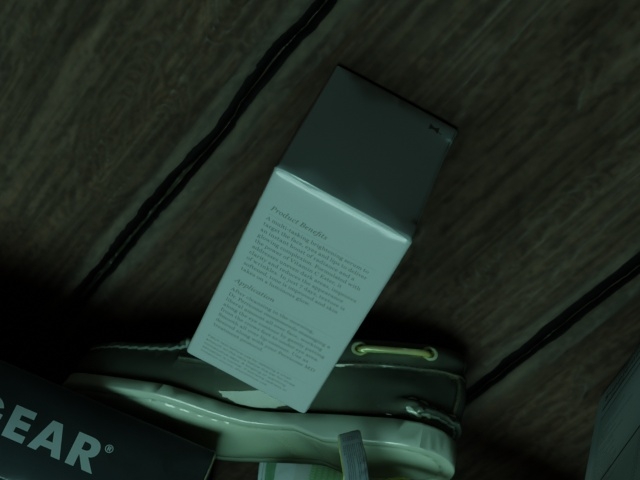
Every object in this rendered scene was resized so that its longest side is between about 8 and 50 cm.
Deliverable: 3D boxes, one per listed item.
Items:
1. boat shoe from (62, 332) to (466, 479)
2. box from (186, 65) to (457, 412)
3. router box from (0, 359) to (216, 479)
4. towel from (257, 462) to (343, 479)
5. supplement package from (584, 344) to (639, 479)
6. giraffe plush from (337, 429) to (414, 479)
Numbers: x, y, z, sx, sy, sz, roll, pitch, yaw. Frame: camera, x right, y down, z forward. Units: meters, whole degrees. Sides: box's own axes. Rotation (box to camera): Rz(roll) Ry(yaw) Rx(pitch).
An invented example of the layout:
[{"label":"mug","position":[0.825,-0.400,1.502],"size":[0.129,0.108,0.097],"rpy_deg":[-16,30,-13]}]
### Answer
[{"label":"boat shoe","position":[-0.042,0.109,0.942],"size":[0.304,0.091,0.109],"rpy_deg":[6,151,19]},{"label":"box","position":[0.000,0.000,0.819],"size":[0.091,0.130,0.170],"rpy_deg":[28,129,-1]},{"label":"router box","position":[-0.238,0.165,0.999],"size":[0.308,0.081,0.243],"rpy_deg":[23,158,3]},{"label":"towel","position":[0.019,0.217,1.044],"size":[0.152,0.023,0.113],"rpy_deg":[16,130,9]},{"label":"supplement package","position":[0.242,0.162,0.776],"size":[0.133,0.244,0.139],"rpy_deg":[25,131,2]},{"label":"giraffe plush","position":[-0.022,0.239,0.883],"size":[0.181,0.210,0.170],"rpy_deg":[13,165,-31]}]
